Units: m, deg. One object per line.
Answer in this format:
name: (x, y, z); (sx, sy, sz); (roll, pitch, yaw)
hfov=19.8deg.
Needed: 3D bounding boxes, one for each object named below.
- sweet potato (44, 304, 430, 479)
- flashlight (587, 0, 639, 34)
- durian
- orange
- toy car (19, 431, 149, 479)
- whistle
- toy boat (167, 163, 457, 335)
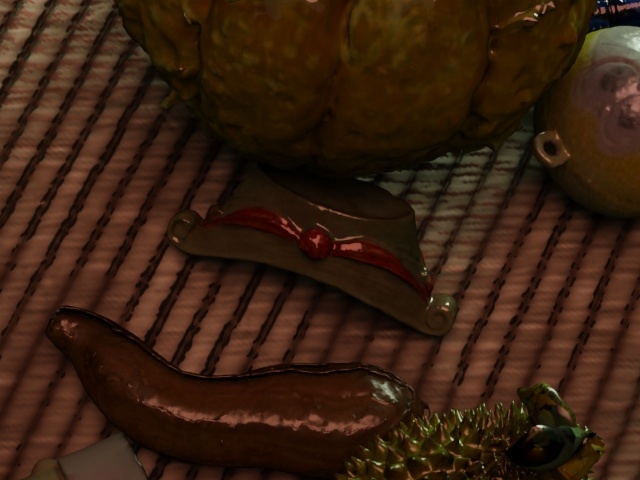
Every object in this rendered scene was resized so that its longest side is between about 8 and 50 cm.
sweet potato: (-0.053, 0.096, 1.073); (0.233, 0.062, 0.081); (12, 49, 3)
flashlight: (0.202, -0.148, 1.203); (0.121, 0.035, 0.057); (-10, 46, -5)
durian: (0.076, 0.174, 1.007); (0.159, 0.146, 0.198); (10, 78, 36)
orange: (0.010, -0.166, 1.089); (0.300, 0.223, 0.301); (-17, 51, -27)
toy car: (-0.107, 0.293, 0.900); (0.226, 0.242, 0.336); (-26, 75, -11)
whistle: (0.223, -0.087, 1.143); (0.223, 0.123, 0.123); (-20, 71, -27)
toy boat: (0.001, -0.001, 1.108); (0.185, 0.071, 0.089); (18, 26, 2)
